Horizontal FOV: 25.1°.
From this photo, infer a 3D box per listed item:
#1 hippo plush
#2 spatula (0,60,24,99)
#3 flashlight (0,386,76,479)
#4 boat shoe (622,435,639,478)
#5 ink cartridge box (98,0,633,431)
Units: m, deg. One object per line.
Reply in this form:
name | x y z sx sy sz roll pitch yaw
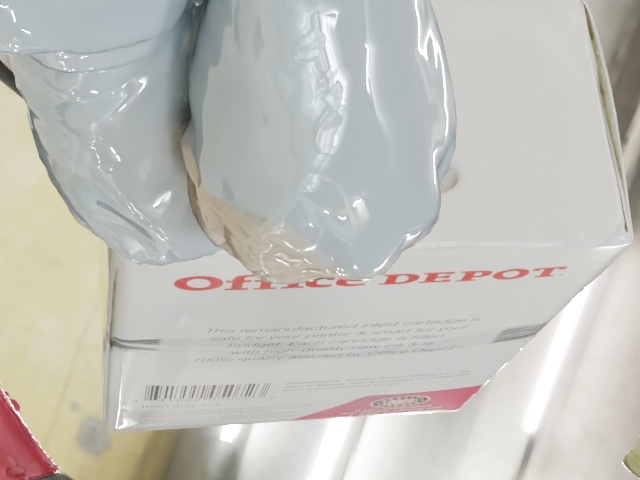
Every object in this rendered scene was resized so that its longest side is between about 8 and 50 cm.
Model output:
hippo plush | -0.094 -0.072 0.348 0.294 0.236 0.234 -4 -74 56
spatula | -0.143 -0.066 0.939 0.084 0.296 0.030 -52 166 5
flashlight | -0.166 0.093 0.734 0.103 0.304 0.103 -28 169 -33
boat shoe | 0.308 0.197 1.125 0.153 0.056 0.048 34 -87 40
ink cartridge box | 0.000 0.000 0.684 0.283 0.207 0.117 114 -27 -67
